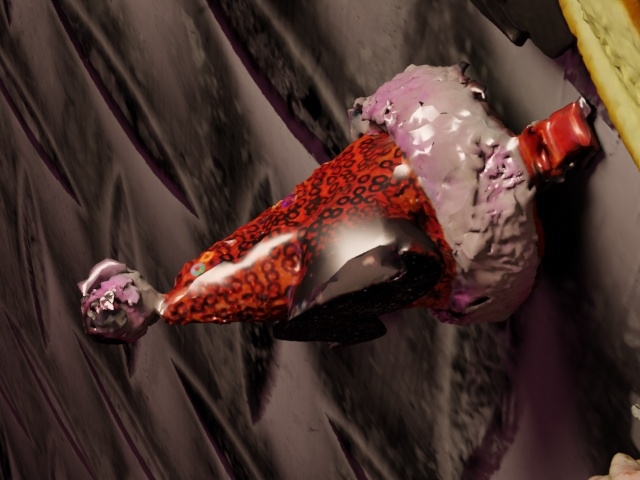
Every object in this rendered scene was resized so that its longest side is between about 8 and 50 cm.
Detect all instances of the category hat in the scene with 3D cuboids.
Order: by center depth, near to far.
[{"bbox_3d":[0.002,0.003,0.777,0.140,0.227,0.128,-163,55,-71],"label":"hat"}]

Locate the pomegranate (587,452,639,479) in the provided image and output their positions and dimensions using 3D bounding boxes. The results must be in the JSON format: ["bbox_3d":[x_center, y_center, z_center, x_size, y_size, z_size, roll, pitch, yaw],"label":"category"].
[{"bbox_3d":[0.134,0.158,0.718,0.163,0.125,0.138,35,156,56],"label":"pomegranate"}]

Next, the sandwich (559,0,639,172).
[{"bbox_3d":[0.168,-0.007,0.549,0.244,0.088,0.090,61,167,10],"label":"sandwich"}]

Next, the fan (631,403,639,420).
[{"bbox_3d":[0.177,0.100,0.736,0.133,0.005,0.085,35,143,55],"label":"fan"}]

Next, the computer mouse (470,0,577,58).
[{"bbox_3d":[0.069,-0.149,0.689,0.099,0.057,0.172,25,134,51],"label":"computer mouse"}]
